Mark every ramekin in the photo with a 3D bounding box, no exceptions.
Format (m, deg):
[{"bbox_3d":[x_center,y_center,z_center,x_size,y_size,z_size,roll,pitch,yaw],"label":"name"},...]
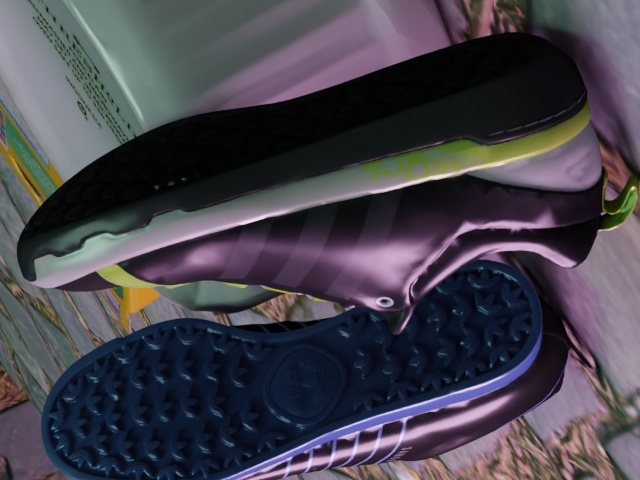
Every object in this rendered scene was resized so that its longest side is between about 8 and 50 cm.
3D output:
[{"bbox_3d":[-0.061,-0.089,0.879,0.273,0.127,0.273,51,163,22],"label":"ramekin"}]

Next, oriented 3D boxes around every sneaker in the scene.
[{"bbox_3d":[-0.003,0.072,0.861,0.090,0.232,0.081,50,-150,-62],"label":"sneaker"},{"bbox_3d":[0.000,0.000,0.725,0.084,0.235,0.097,-70,-38,-62],"label":"sneaker"}]

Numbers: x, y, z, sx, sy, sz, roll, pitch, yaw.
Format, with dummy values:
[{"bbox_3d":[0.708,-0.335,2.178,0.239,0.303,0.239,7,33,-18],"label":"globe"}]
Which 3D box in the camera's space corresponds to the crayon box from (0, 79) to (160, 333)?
[{"bbox_3d":[-0.141,-0.083,1.184,0.203,0.083,0.323,53,165,11],"label":"crayon box"}]
